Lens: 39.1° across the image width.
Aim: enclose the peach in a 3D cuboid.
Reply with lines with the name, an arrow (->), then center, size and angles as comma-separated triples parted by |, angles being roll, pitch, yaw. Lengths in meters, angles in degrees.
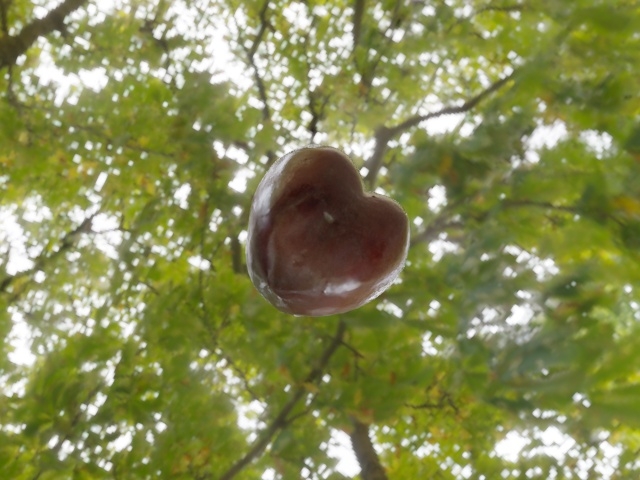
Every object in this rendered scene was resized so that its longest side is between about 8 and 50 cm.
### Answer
peach -> 0.000, 0.000, 0.802 | 0.152, 0.152, 0.152 | 25, -153, -14
